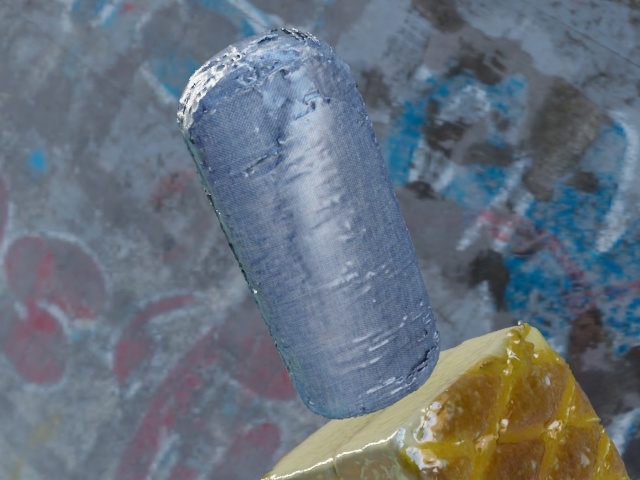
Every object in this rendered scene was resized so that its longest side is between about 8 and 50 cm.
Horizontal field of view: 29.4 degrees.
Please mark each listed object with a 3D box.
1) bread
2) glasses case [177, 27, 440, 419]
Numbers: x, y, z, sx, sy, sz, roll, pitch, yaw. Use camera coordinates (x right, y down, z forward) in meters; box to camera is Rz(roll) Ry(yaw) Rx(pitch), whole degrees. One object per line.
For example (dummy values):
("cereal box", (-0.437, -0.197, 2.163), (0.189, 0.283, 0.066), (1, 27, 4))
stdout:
("bread", (0.139, 0.253, 1.107), (0.207, 0.279, 0.279), (-28, 89, 42))
("glasses case", (0.000, 0.000, 0.770), (0.109, 0.282, 0.067), (-28, 32, -8))
